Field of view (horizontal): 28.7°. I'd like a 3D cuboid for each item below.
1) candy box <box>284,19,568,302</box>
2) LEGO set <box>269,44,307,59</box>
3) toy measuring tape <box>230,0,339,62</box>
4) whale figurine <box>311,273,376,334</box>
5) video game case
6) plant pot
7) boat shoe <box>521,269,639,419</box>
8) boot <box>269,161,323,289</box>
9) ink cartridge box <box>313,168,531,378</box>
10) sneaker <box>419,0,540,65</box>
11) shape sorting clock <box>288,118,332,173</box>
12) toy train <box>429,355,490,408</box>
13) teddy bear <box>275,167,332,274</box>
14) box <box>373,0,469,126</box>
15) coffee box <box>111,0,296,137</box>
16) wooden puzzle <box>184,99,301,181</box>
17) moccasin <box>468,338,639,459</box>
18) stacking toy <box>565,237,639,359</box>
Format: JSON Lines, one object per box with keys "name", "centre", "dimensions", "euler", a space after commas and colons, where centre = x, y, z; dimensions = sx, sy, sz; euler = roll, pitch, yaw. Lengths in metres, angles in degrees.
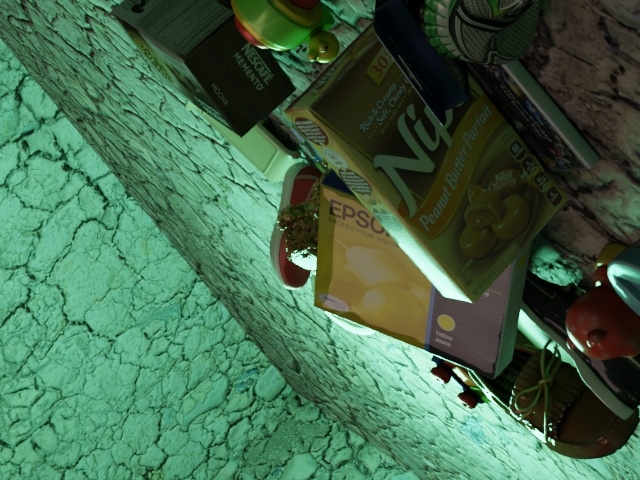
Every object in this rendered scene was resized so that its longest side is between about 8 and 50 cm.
{"name": "candy box", "centre": [0.129, -0.100, 1.488], "dimensions": [0.316, 0.183, 0.087], "euler": [48, 165, -19]}
{"name": "LEGO set", "centre": [-0.050, -0.294, 1.862], "dimensions": [0.083, 0.023, 0.054], "euler": [16, 155, 35]}
{"name": "toy measuring tape", "centre": [-0.101, -0.348, 1.613], "dimensions": [0.330, 0.121, 0.121], "euler": [45, 166, -9]}
{"name": "whale figurine", "centre": [0.090, 0.053, 2.343], "dimensions": [0.216, 0.141, 0.272], "euler": [34, 141, 15]}
{"name": "video game case", "centre": [0.225, -0.156, 1.490], "dimensions": [0.190, 0.022, 0.173], "euler": [47, 166, -14]}
{"name": "plant pot", "centre": [0.369, 0.168, 2.039], "dimensions": [0.236, 0.032, 0.236], "euler": [40, 165, 13]}
{"name": "boat shoe", "centre": [0.362, 0.114, 1.782], "dimensions": [0.302, 0.091, 0.114], "euler": [47, -169, 3]}
{"name": "boot", "centre": [0.000, 0.000, 2.256], "dimensions": [0.176, 0.088, 0.244], "euler": [29, 121, 39]}
{"name": "ink cartridge box", "centre": [0.137, 0.013, 1.739], "dimensions": [0.303, 0.072, 0.307], "euler": [21, 132, 25]}
{"name": "sneaker", "centre": [0.175, -0.245, 1.127], "dimensions": [0.146, 0.134, 0.343], "euler": [27, 168, 15]}
{"name": "shape sorting clock", "centre": [0.018, -0.141, 2.081], "dimensions": [0.206, 0.040, 0.206], "euler": [40, 166, 12]}
{"name": "toy train", "centre": [0.272, 0.216, 2.301], "dimensions": [0.248, 0.105, 0.143], "euler": [44, 157, -29]}
{"name": "teddy bear", "centre": [0.075, -0.029, 2.047], "dimensions": [0.245, 0.113, 0.338], "euler": [24, 156, -14]}
{"name": "box", "centre": [0.106, -0.227, 1.301], "dimensions": [0.136, 0.036, 0.225], "euler": [50, -154, -28]}
{"name": "coffee box", "centre": [-0.188, -0.298, 1.962], "dimensions": [0.297, 0.119, 0.168], "euler": [38, 167, 51]}
{"name": "wooden puzzle", "centre": [-0.143, -0.212, 2.337], "dimensions": [0.238, 0.044, 0.221], "euler": [39, 166, -2]}
{"name": "moccasin", "centre": [0.352, 0.231, 1.960], "dimensions": [0.147, 0.139, 0.380], "euler": [40, 178, -26]}
{"name": "stacking toy", "centre": [0.434, 0.116, 1.488], "dimensions": [0.279, 0.130, 0.309], "euler": [41, 167, 8]}
